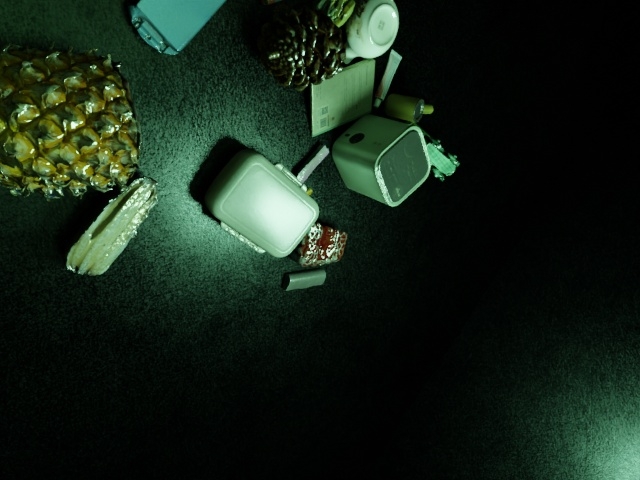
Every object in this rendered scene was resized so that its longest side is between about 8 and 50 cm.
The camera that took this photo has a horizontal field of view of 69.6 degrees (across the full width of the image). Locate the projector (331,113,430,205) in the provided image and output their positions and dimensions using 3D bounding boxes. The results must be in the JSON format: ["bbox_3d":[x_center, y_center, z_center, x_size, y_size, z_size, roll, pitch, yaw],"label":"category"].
[{"bbox_3d":[0.229,-0.304,1.731,0.249,0.249,0.248,-44,133,-15],"label":"projector"}]

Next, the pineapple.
[{"bbox_3d":[-0.581,-0.246,0.999,0.300,0.352,0.351,-18,123,-34],"label":"pineapple"}]

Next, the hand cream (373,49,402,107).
[{"bbox_3d":[0.248,-0.608,1.742,0.216,0.038,0.052,-69,159,2],"label":"hand cream"}]

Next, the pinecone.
[{"bbox_3d":[-0.042,-0.572,1.368,0.309,0.244,0.243,-28,131,-52],"label":"pinecone"}]

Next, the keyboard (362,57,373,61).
[{"bbox_3d":[0.169,-0.641,1.667,0.049,0.015,0.129,-8,117,-44],"label":"keyboard"}]

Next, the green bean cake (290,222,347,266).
[{"bbox_3d":[0.000,0.000,1.802,0.233,0.097,0.198,-2,113,-40],"label":"green bean cake"}]

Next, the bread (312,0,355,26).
[{"bbox_3d":[0.040,-0.723,1.413,0.064,0.156,0.117,-40,98,-26],"label":"bread"}]

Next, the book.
[{"bbox_3d":[0.078,-0.503,1.627,0.283,0.025,0.214,-28,141,-27],"label":"book"}]

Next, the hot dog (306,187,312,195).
[{"bbox_3d":[-0.088,-0.157,1.690,0.137,0.028,0.044,-33,156,-20],"label":"hot dog"}]

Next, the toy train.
[{"bbox_3d":[0.454,-0.371,1.928,0.301,0.202,0.120,22,115,-45],"label":"toy train"}]

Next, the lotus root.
[{"bbox_3d":[-0.587,-0.057,1.283,0.329,0.078,0.167,-53,158,-8],"label":"lotus root"}]

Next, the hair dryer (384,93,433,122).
[{"bbox_3d":[0.373,-0.531,1.846,0.279,0.135,0.090,-21,126,-53],"label":"hair dryer"}]

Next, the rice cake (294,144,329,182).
[{"bbox_3d":[-0.045,-0.262,1.666,0.206,0.036,0.047,-50,125,-8],"label":"rice cake"}]

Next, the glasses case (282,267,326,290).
[{"bbox_3d":[-0.064,0.160,1.875,0.191,0.042,0.071,-6,123,-39],"label":"glasses case"}]

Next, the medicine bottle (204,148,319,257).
[{"bbox_3d":[-0.188,-0.117,1.543,0.282,0.123,0.375,-51,129,0],"label":"medicine bottle"}]

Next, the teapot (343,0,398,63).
[{"bbox_3d":[0.170,-0.731,1.535,0.205,0.139,0.297,14,104,-43],"label":"teapot"}]

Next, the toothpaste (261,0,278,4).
[{"bbox_3d":[-0.168,-0.765,1.284,0.070,0.044,0.193,-31,129,-23],"label":"toothpaste"}]

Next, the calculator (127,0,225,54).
[{"bbox_3d":[-0.360,-0.624,1.187,0.293,0.051,0.173,-52,134,-7],"label":"calculator"}]
